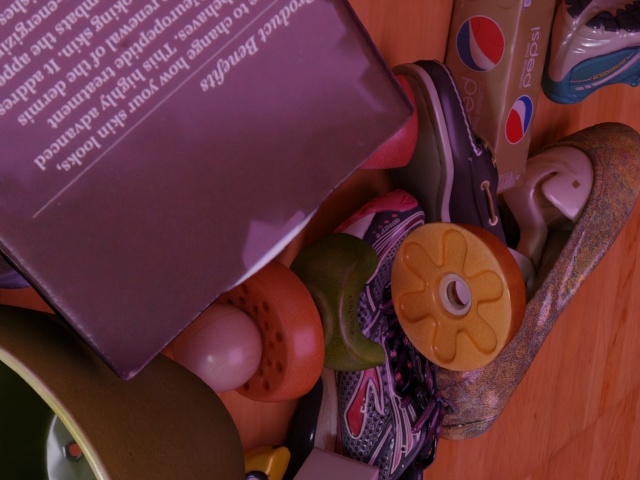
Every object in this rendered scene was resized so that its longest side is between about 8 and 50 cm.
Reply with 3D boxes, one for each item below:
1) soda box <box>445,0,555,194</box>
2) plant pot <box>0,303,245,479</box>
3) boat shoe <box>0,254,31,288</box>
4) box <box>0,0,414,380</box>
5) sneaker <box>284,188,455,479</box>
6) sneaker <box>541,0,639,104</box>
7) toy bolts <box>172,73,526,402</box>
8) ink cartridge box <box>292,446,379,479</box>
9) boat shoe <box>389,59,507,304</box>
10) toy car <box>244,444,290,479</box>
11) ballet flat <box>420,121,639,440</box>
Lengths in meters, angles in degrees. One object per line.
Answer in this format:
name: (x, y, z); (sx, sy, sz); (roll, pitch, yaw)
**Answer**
soda box: (0.138, -0.130, 1.216); (0.058, 0.061, 0.181); (-17, 121, -51)
plant pot: (-0.157, 0.151, 0.802); (0.293, 0.275, 0.274); (-11, 118, -71)
boat shoe: (-0.129, -0.120, 0.820); (0.302, 0.109, 0.094); (-68, 169, 9)
box: (-0.138, -0.141, 0.632); (0.191, 0.143, 0.381); (-43, 126, -11)
sneaker: (0.052, 0.103, 1.179); (0.121, 0.112, 0.299); (-25, 127, -47)
sneaker: (0.289, -0.202, 1.388); (0.275, 0.107, 0.110); (-26, 148, -41)
toy bolts: (0.000, 0.000, 0.986); (0.158, 0.218, 0.228); (-17, 103, -44)
ink cartridge box: (-0.003, 0.241, 1.137); (0.099, 0.056, 0.135); (-51, 152, -52)
boat shoe: (0.101, -0.046, 1.172); (0.069, 0.081, 0.227); (-28, 127, -23)
toy car: (-0.083, 0.287, 1.118); (0.225, 0.053, 0.239); (85, 26, -51)
ballet flat: (0.174, 0.009, 1.311); (0.348, 0.123, 0.123); (-56, 145, -18)
